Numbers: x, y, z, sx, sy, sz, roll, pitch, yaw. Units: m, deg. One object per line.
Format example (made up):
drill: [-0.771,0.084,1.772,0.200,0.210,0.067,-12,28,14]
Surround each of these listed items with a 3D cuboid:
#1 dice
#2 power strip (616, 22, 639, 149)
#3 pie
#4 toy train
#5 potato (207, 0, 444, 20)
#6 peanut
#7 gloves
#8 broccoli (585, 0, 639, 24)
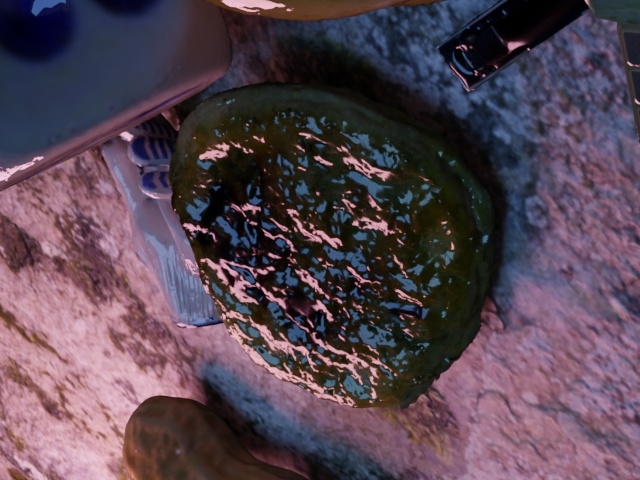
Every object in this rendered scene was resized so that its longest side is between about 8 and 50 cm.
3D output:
dice: [-0.256,-0.205,1.501,0.304,0.277,0.304,63,172,-4]
power strip: [0.253,-0.081,1.341,0.076,0.028,0.168,9,126,42]
pie: [0.000,0.000,1.600,0.323,0.070,0.323,17,130,21]
toy train: [0.158,-0.166,1.355,0.043,0.047,0.207,53,143,-3]
potato: [-0.024,-0.256,1.320,0.285,0.242,0.242,56,144,-1]
peanut: [-0.079,0.270,1.906,0.313,0.149,0.149,37,141,27]
gloves: [-0.131,-0.027,1.741,0.119,0.097,0.229,-4,119,34]
broccoli: [0.235,-0.237,1.045,0.308,0.275,0.308,16,151,9]
